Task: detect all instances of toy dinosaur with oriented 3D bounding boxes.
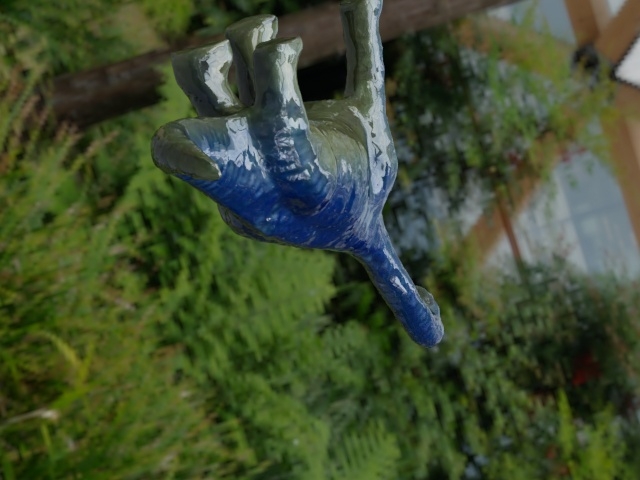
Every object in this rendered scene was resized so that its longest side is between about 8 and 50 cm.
[{"bbox_3d":[0.000,0.000,0.552,0.248,0.075,0.188,-51,127,-67],"label":"toy dinosaur"}]
